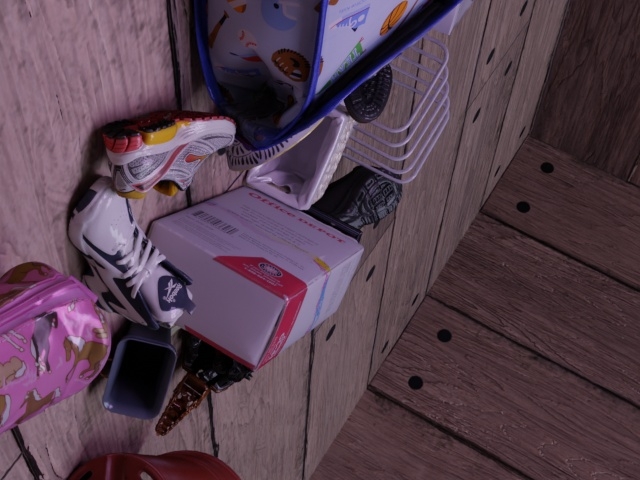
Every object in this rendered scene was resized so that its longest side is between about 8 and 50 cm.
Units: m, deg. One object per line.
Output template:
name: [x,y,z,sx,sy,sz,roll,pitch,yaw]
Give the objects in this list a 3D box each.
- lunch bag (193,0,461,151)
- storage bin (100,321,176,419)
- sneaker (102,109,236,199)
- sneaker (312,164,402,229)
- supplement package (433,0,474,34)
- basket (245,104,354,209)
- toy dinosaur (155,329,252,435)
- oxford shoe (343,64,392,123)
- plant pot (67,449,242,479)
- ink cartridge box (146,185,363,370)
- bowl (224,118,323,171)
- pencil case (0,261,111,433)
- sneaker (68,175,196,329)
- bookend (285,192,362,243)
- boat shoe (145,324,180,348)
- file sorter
lunch bag: [0.019,-0.317,1.466,0.328,0.239,0.385,-44,160,-31]
storage bin: [-0.260,0.171,1.721,0.091,0.098,0.135,-93,-160,-60]
sneaker: [-0.181,-0.105,1.445,0.225,0.088,0.093,-24,119,-56]
sneaker: [0.020,-0.039,2.250,0.286,0.130,0.109,-37,119,-15]
supplement package: [0.189,-0.464,1.841,0.203,0.149,0.194,-54,163,-39]
basket: [-0.027,-0.147,1.889,0.167,0.113,0.103,-66,169,15]
toy dinosaur: [-0.161,0.191,1.994,0.218,0.164,0.322,125,-20,-57]
oxford shoe: [0.060,-0.254,1.892,0.096,0.082,0.227,112,-18,-45]
plant pot: [-0.270,0.446,1.880,0.272,0.272,0.265,-60,157,-7]
ink cartridge box: [-0.100,0.044,1.748,0.131,0.226,0.306,-67,164,19]
bowl: [-0.077,-0.177,1.657,0.080,0.170,0.170,55,51,-23]
pencil case: [-0.363,0.144,1.159,0.386,0.167,0.160,-35,114,-62]
sneaker: [-0.215,0.029,1.461,0.094,0.153,0.235,-51,162,-39]
bookend: [-0.037,0.008,2.043,0.157,0.156,0.072,-42,155,-52]
boat shoe: [-0.218,0.105,1.802,0.135,0.050,0.045,-52,168,-36]
file sorter: [0.117,-0.240,2.093,0.193,0.173,0.278,-59,166,-11]
